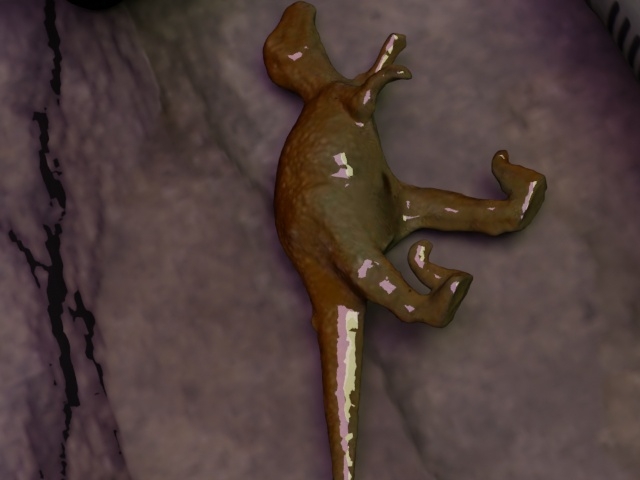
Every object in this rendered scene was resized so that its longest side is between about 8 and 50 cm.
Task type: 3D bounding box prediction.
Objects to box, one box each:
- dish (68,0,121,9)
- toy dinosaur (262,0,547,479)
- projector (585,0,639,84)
[{"bbox_3d":[-0.087,-0.125,0.612,0.141,0.078,0.141,3,37,-3],"label":"dish"},{"bbox_3d":[0.000,0.000,0.574,0.126,0.039,0.162,29,85,27],"label":"toy dinosaur"},{"bbox_3d":[0.189,0.002,0.499,0.108,0.108,0.337,-28,70,1],"label":"projector"}]
